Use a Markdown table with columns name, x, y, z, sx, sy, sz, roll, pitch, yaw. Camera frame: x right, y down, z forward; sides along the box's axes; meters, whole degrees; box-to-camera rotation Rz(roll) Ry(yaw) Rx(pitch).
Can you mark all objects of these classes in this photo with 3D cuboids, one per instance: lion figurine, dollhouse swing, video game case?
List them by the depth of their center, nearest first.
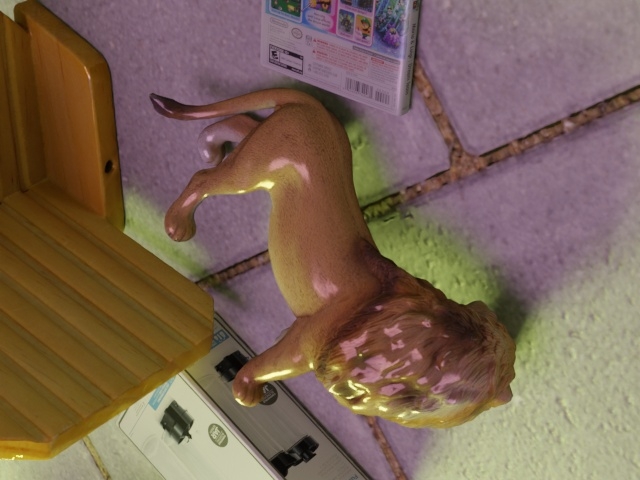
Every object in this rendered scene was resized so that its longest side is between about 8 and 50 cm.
| name | x | y | z | sx | sy | sz | roll | pitch | yaw |
| --- | --- | --- | --- | --- | --- | --- | --- | --- | --- |
| video game case | 0.014 | -0.194 | 1.035 | 0.157 | 0.019 | 0.143 | 24 | 127 | 31 |
| lion figurine | 0.000 | 0.000 | 1.072 | 0.240 | 0.142 | 0.392 | -28 | 89 | 39 |
| dollhouse swing | -0.291 | -0.025 | 1.157 | 0.305 | 0.347 | 0.315 | 21 | 125 | 33 |

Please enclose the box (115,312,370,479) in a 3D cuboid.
| name | x | y | z | sx | sy | sz | roll | pitch | yaw |
| --- | --- | --- | --- | --- | --- | --- | --- | --- | --- |
| box | -0.074 | 0.240 | 1.302 | 0.290 | 0.087 | 0.169 | 46 | 135 | 11 |
